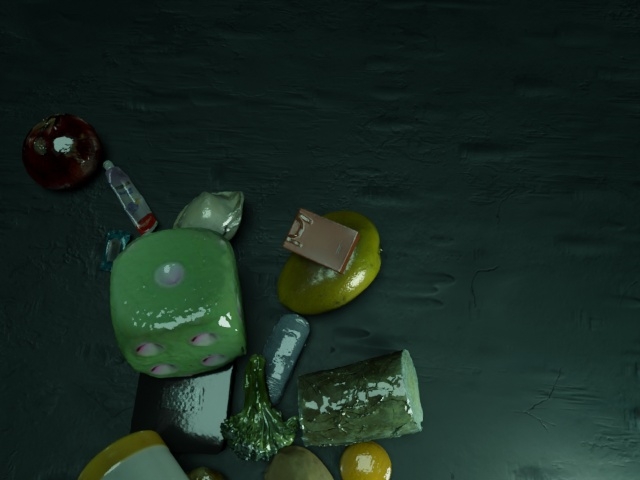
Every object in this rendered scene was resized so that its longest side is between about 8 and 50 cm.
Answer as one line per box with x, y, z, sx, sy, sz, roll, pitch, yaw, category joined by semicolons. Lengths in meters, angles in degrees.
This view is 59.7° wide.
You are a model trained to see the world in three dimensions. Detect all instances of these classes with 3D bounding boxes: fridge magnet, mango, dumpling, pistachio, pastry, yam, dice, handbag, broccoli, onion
0.123;0.625;1.535;0.143;0.063;0.143;-1;72;5;fridge magnet
0.025;0.070;1.658;0.365;0.182;0.253;-41;74;-10;mango
-0.363;-0.084;1.758;0.243;0.175;0.227;-3;42;-12;dumpling
-0.049;0.683;1.484;0.212;0.163;0.260;8;58;-16;pistachio
-0.324;0.700;1.528;0.153;0.081;0.153;-4;66;8;pastry
0.106;0.432;1.516;0.348;0.241;0.241;-12;72;2;yam
-0.380;0.176;1.542;0.322;0.330;0.318;-10;56;-4;dice
0.000;0.000;1.568;0.190;0.063;0.127;24;84;17;handbag
-0.152;0.465;1.508;0.198;0.177;0.275;21;94;22;broccoli
-0.871;-0.304;1.829;0.272;0.195;0.272;-2;80;9;onion

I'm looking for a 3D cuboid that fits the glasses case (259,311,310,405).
-0.122;0.347;1.638;0.109;0.067;0.282;23;78;9;glasses case

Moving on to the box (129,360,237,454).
-0.393;0.459;1.615;0.289;0.073;0.290;2;72;5;box

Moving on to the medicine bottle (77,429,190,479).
-0.458;0.648;1.410;0.238;0.238;0.232;-43;60;-10;medicine bottle

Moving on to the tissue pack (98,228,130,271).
-0.658;0.035;1.794;0.085;0.028;0.138;7;77;9;tissue pack

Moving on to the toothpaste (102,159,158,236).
-0.634;-0.145;1.841;0.075;0.048;0.301;-34;76;-12;toothpaste
